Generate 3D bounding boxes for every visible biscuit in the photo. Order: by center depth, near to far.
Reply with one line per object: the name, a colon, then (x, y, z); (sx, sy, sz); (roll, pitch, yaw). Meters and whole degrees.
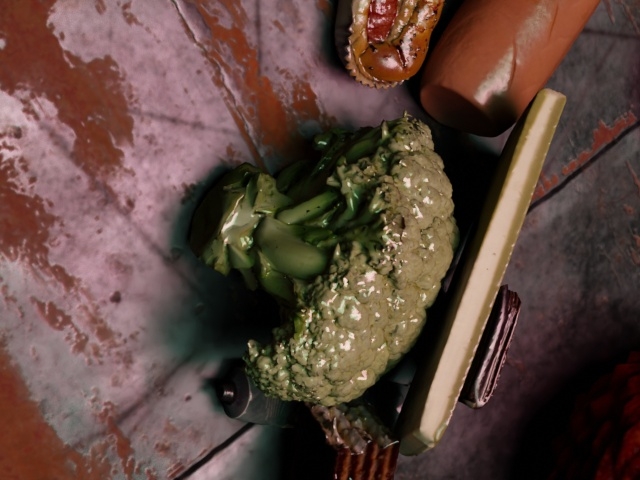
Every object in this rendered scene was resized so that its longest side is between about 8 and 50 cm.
biscuit: (0.013, 0.269, 1.323); (0.070, 0.106, 0.252); (-3, 114, -22)

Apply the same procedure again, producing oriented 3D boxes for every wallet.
wallet: (0.156, 0.106, 1.347); (0.031, 0.232, 0.121); (22, 86, -2)

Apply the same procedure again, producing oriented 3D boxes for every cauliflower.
cauliflower: (0.000, 0.000, 1.259); (0.250, 0.275, 0.272); (19, 108, 2)

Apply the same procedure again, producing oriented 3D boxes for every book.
book: (0.147, 0.043, 1.312); (0.035, 0.239, 0.352); (21, 77, 1)

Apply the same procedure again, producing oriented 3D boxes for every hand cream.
hand cream: (0.004, 0.171, 1.366); (0.248, 0.052, 0.075); (13, 92, -30)

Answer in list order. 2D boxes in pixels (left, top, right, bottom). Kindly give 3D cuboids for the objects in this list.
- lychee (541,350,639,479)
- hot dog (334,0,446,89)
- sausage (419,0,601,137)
lychee: (0.426, 0.316, 1.417); (0.500, 0.425, 0.424); (-27, 110, -27)
hot dog: (0.075, -0.276, 1.326); (0.131, 0.069, 0.252); (7, 95, -30)
sausage: (0.221, -0.249, 1.381); (0.121, 0.121, 0.304); (39, 79, -28)
